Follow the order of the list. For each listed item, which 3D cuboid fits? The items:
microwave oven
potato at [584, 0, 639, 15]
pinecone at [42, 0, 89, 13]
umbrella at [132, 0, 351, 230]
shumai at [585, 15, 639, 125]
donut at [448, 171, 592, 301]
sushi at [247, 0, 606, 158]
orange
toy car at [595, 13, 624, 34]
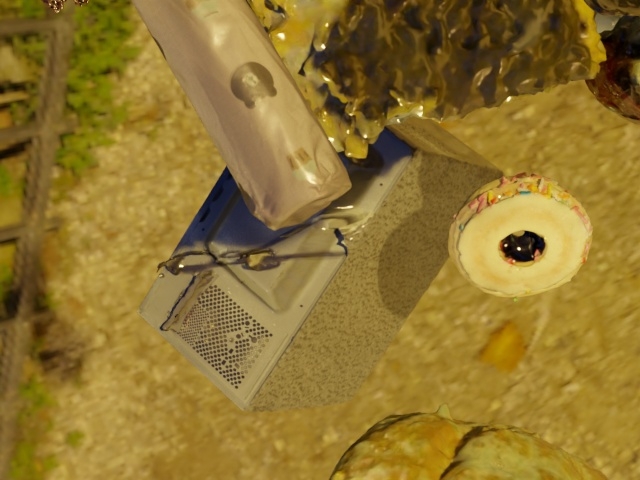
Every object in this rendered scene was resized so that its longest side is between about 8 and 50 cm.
[{"bbox_3d":[0.000,0.000,1.933,0.236,0.374,0.432,39,106,26],"label":"microwave oven"},{"bbox_3d":[0.256,-0.222,0.676,0.351,0.218,0.202,-35,78,49],"label":"potato"},{"bbox_3d":[-0.159,-0.188,0.868,0.077,0.083,0.077,40,147,33],"label":"pinecone"},{"bbox_3d":[-0.089,-0.163,0.966,0.073,0.067,0.337,-31,85,17],"label":"umbrella"},{"bbox_3d":[0.383,-0.193,1.332,0.222,0.261,0.225,-41,45,27],"label":"shumai"},{"bbox_3d":[0.234,-0.008,1.603,0.068,0.175,0.174,-92,24,-53],"label":"donut"},{"bbox_3d":[0.050,-0.207,1.324,0.396,0.351,0.240,-177,68,-73],"label":"sushi"},{"bbox_3d":[0.175,0.289,1.200,0.369,0.271,0.210,32,137,-10],"label":"orange"},{"bbox_3d":[0.305,-0.280,1.587,0.212,0.271,0.180,-18,81,36],"label":"toy car"}]
